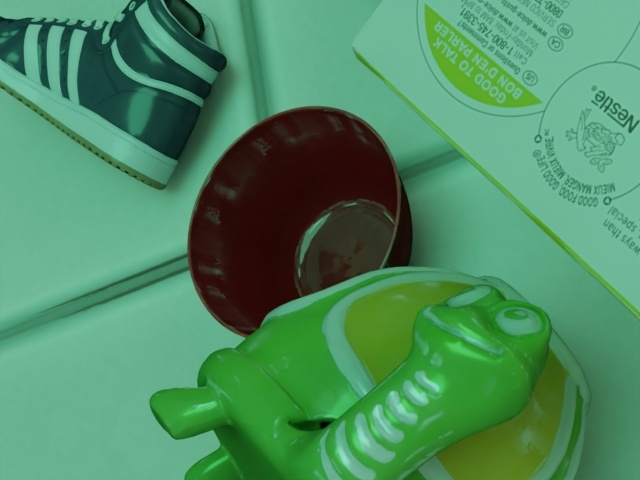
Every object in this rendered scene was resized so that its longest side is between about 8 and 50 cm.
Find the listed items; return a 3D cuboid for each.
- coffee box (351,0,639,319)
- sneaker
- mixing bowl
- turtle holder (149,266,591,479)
[{"bbox_3d":[0.292,-0.097,0.742,0.334,0.337,0.338,-53,55,14],"label":"coffee box"},{"bbox_3d":[-0.201,-0.174,1.237,0.282,0.099,0.153,34,96,29],"label":"sneaker"},{"bbox_3d":[0.000,0.000,1.052,0.181,0.098,0.181,-11,67,27],"label":"mixing bowl"},{"bbox_3d":[0.041,0.114,0.861,0.227,0.320,0.243,-34,48,-14],"label":"turtle holder"}]
